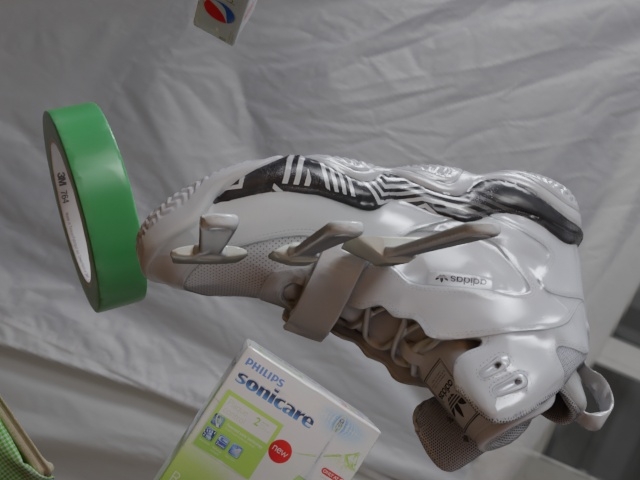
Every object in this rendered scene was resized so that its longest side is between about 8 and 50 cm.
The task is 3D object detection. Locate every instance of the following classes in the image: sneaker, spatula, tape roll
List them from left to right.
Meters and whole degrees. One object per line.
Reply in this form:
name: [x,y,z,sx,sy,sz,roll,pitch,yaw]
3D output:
tape roll: [-0.353,-0.050,1.363,0.321,0.077,0.321,47,-35,49]
spatula: [0.000,0.000,0.496,0.242,0.168,0.019,148,-56,-79]
sneaker: [0.050,0.056,0.659,0.137,0.365,0.210,112,-27,-56]

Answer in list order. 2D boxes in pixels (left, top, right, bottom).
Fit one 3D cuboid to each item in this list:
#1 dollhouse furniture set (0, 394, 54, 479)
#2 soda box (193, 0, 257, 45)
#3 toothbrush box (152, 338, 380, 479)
dollhouse furniture set: [-0.523,0.251,1.121,0.197,0.302,0.151,-35,180,24]
soda box: [-0.115,-0.350,1.171,0.074,0.069,0.216,-64,-174,-20]
toothbrush box: [-0.088,0.304,1.143,0.283,0.206,0.122,-56,-176,-5]
